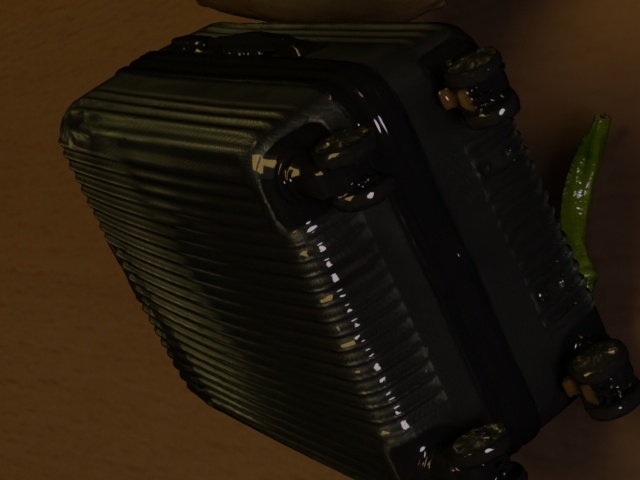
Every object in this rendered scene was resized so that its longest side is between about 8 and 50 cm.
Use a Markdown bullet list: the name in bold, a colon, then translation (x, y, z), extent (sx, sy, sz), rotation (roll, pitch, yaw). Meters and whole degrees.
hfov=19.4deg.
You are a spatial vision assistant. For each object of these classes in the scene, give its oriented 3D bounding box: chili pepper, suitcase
- **chili pepper**: translation (0.124, -0.017, 0.868), extent (0.030, 0.017, 0.083), rotation (-10, 74, 58)
- **suitcase**: translation (0.000, 0.000, 0.886), extent (0.312, 0.128, 0.202), rotation (15, 135, 62)

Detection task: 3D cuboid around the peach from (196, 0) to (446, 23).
- **peach**: translation (0.006, -0.203, 0.971), extent (0.232, 0.232, 0.233), rotation (-31, 53, 53)
